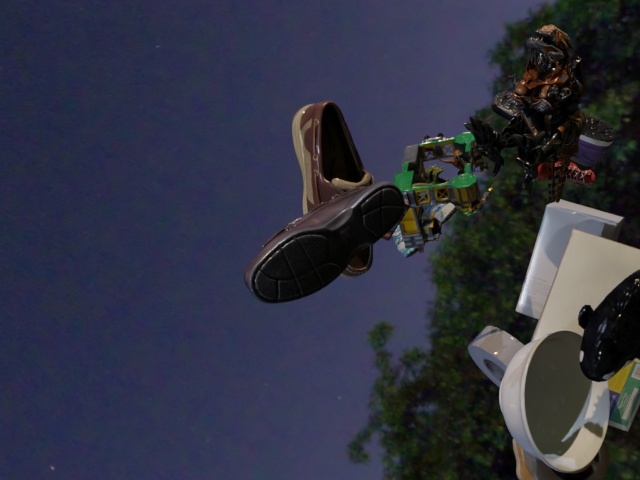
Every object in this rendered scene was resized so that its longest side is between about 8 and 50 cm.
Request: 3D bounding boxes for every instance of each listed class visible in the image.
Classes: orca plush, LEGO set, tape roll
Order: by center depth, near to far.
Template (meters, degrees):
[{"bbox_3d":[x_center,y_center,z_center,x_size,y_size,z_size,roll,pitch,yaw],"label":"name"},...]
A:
[{"bbox_3d":[0.564,0.155,1.349,0.287,0.151,0.102,-50,-14,29],"label":"orca plush"},{"bbox_3d":[0.304,-0.111,1.830,0.331,0.254,0.192,-83,-22,-57],"label":"LEGO set"},{"bbox_3d":[0.486,0.323,1.907,0.072,0.219,0.219,-44,-50,-12],"label":"tape roll"}]

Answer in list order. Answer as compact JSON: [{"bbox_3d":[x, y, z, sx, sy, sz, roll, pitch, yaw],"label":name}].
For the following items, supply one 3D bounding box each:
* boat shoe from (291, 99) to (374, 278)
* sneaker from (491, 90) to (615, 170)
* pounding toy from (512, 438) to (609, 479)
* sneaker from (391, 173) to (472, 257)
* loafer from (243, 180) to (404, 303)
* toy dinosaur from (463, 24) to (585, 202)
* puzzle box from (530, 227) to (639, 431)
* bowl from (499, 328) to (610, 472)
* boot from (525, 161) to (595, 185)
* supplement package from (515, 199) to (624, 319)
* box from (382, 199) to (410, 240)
[{"bbox_3d":[0.039,-0.094,1.379,0.123,0.123,0.342,-14,-85,-25],"label":"boat shoe"},{"bbox_3d":[0.514,-0.240,1.695,0.107,0.283,0.124,-59,-10,-45],"label":"sneaker"},{"bbox_3d":[0.588,0.500,1.672,0.269,0.155,0.154,22,-112,-13],"label":"pounding toy"},{"bbox_3d":[0.290,-0.091,1.977,0.283,0.122,0.110,-45,-8,2],"label":"sneaker"},{"bbox_3d":[0.000,0.000,1.189,0.302,0.095,0.109,-33,-65,-21],"label":"loafer"},{"bbox_3d":[0.406,-0.206,1.316,0.218,0.164,0.322,-33,-75,-20],"label":"toy dinosaur"},{"bbox_3d":[0.641,0.205,1.695,0.052,0.272,0.409,-34,-37,-76],"label":"puzzle box"},{"bbox_3d":[0.485,0.343,1.603,0.297,0.134,0.298,6,-101,-36],"label":"bowl"},{"bbox_3d":[0.688,-0.198,2.105,0.244,0.176,0.088,-25,-45,-58],"label":"boot"},{"bbox_3d":[0.646,0.061,1.911,0.175,0.177,0.293,-15,-58,-60],"label":"supplement package"},{"bbox_3d":[0.106,-0.064,1.544,0.137,0.027,0.094,20,-63,-19],"label":"box"}]
